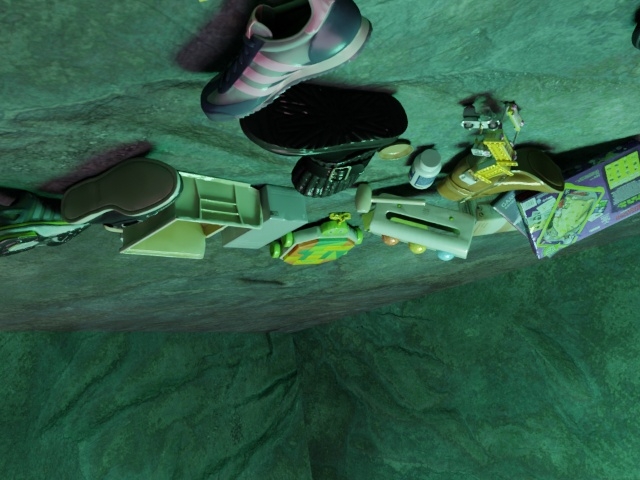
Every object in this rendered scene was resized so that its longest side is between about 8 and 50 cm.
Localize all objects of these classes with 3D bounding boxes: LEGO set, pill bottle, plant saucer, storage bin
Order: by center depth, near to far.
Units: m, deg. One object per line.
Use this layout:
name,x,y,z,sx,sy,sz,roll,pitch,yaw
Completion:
LEGO set,0.389,-0.218,1.418,0.132,0.107,0.287,17,163,18
plant saucer,0.174,-0.212,1.478,0.084,0.015,0.083,-8,163,-3
pill bottle,0.257,-0.177,1.550,0.067,0.067,0.120,-7,164,-6
storage bin,-0.319,-0.053,1.566,0.260,0.123,0.262,7,157,-44

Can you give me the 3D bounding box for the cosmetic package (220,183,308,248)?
cosmetic package,-0.156,-0.058,1.684,0.127,0.107,0.238,6,156,-42

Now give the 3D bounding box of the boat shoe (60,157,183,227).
boat shoe,-0.411,-0.091,1.378,0.340,0.127,0.113,-16,164,28

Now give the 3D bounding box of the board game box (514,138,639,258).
board game box,0.718,-0.108,1.714,0.347,0.208,0.056,-26,-154,5

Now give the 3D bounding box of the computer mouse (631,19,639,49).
computer mouse,0.565,-0.397,1.026,0.071,0.041,0.242,-17,158,-2

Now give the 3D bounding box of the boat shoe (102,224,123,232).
boat shoe,-0.480,-0.043,1.629,0.152,0.056,0.049,2,162,-25

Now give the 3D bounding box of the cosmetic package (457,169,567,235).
cosmetic package,0.571,-0.106,1.857,0.296,0.129,0.153,-9,162,-2

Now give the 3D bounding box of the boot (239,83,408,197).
boot,-0.023,-0.183,1.259,0.348,0.131,0.260,-1,162,-27

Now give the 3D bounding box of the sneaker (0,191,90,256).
sneaker,-0.630,-0.054,1.435,0.111,0.121,0.300,-28,177,22

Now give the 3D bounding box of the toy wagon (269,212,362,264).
toy wagon,0.000,0.000,2.024,0.267,0.068,0.344,-2,163,-24

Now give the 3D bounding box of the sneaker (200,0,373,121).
sneaker,-0.087,-0.288,0.952,0.319,0.112,0.131,-22,143,30

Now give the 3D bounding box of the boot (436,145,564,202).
boot,0.465,-0.147,1.641,0.284,0.109,0.220,10,151,-26

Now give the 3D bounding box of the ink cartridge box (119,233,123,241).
ink cartridge box,-0.476,-0.022,1.715,0.123,0.052,0.088,-6,164,-6

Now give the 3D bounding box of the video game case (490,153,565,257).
video game case,0.628,-0.090,1.753,0.274,0.026,0.196,36,110,-25

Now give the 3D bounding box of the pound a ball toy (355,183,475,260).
pound a ball toy,0.251,-0.040,1.724,0.319,0.135,0.208,15,177,13

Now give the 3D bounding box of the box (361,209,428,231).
box,0.237,-0.054,1.987,0.087,0.058,0.232,-23,158,40
